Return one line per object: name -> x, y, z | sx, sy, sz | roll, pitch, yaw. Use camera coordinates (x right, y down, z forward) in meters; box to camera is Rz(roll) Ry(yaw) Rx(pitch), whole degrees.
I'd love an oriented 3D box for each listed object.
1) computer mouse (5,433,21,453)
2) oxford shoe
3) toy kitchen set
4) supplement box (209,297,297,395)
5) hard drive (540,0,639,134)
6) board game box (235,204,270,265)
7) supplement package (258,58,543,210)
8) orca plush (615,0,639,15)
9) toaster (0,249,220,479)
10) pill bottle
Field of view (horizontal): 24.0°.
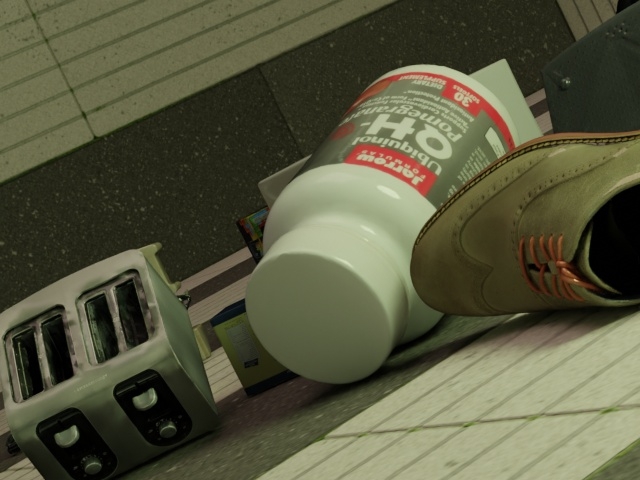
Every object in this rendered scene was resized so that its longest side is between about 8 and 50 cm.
computer mouse -> -0.297, 0.207, 1.930 | 0.242, 0.041, 0.071 | -34, 23, -22
oxford shoe -> 0.178, -0.007, 1.055 | 0.348, 0.123, 0.130 | -24, 10, 43
toy kitchen set -> -0.233, 0.105, 1.827 | 0.122, 0.166, 0.207 | -26, 4, 7
supplement box -> -0.046, 0.091, 1.437 | 0.083, 0.083, 0.056 | -25, 4, 17
hard drive -> 0.366, -0.177, 1.697 | 0.054, 0.172, 0.254 | 9, -27, -38
board game box -> 0.000, 0.000, 1.872 | 0.170, 0.141, 0.048 | -28, 6, -26
supplement package -> 0.112, -0.067, 1.776 | 0.293, 0.175, 0.177 | -29, 4, -36
orca plush -> 0.365, -0.242, 1.841 | 0.102, 0.151, 0.287 | 8, -20, 4
toaster -> -0.195, 0.114, 1.368 | 0.168, 0.110, 0.186 | -25, 44, 3
pill bottle -> 0.055, -0.015, 1.328 | 0.176, 0.176, 0.318 | -23, 19, 34
